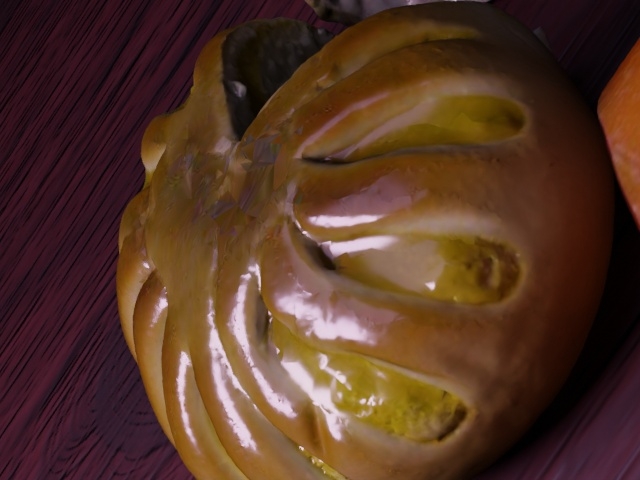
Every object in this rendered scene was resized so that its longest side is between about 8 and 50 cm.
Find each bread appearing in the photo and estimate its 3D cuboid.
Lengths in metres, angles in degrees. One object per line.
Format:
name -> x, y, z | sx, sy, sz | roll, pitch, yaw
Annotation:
bread -> 0.000, 0.000, 0.818 | 0.333, 0.160, 0.333 | -28, 49, 37

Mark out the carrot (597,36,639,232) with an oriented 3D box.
carrot -> 0.245, -0.093, 0.574 | 0.331, 0.193, 0.214 | -52, 37, 15

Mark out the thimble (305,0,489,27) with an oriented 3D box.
thimble -> 0.065, -0.225, 0.912 | 0.190, 0.137, 0.144 | -19, 53, 27
